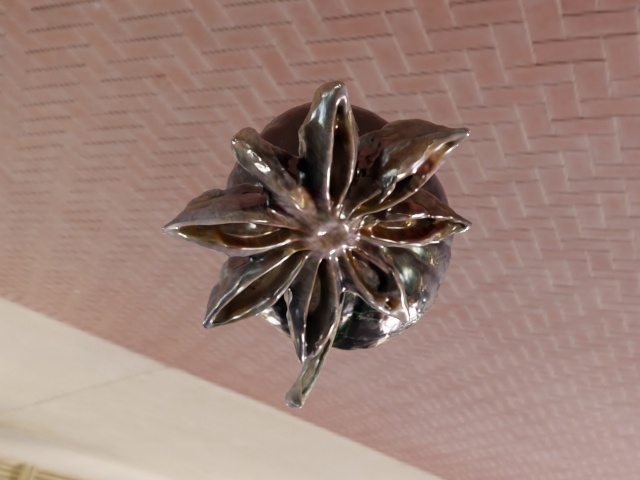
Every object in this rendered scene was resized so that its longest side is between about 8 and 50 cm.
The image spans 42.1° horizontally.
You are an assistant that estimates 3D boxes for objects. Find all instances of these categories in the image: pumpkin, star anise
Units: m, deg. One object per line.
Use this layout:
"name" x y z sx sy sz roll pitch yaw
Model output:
"pumpkin" 0.017 -0.014 1.062 0.315 0.315 0.238 24 162 -25
"star anise" -0.001 0.000 0.596 0.230 0.081 0.262 -6 124 -23
